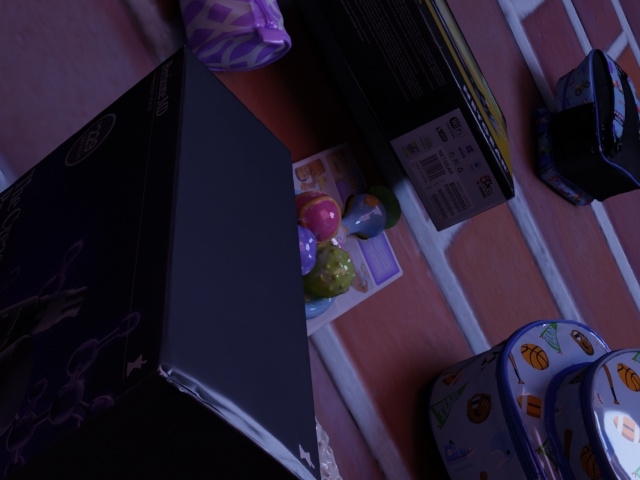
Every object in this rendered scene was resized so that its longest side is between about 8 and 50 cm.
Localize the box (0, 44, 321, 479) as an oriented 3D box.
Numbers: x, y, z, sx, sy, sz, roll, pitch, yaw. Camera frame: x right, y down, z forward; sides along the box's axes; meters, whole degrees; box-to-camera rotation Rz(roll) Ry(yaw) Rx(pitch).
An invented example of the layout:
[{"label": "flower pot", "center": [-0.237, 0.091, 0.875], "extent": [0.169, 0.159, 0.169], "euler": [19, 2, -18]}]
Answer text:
[{"label": "box", "center": [-0.106, 0.043, 0.512], "extent": [0.103, 0.184, 0.261], "euler": [47, 21, -31]}]

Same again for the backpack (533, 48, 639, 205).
[{"label": "backpack", "center": [0.353, -0.152, 1.323], "extent": [0.158, 0.117, 0.173], "euler": [22, 59, -46]}]

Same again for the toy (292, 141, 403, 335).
[{"label": "toy", "center": [0.000, 0.000, 0.847], "extent": [0.237, 0.056, 0.137], "euler": [-29, 97, -54]}]

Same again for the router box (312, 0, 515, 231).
[{"label": "router box", "center": [0.079, -0.193, 0.950], "extent": [0.309, 0.081, 0.243], "euler": [60, 18, -17]}]

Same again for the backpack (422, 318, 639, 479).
[{"label": "backpack", "center": [0.228, 0.204, 0.931], "extent": [0.276, 0.213, 0.263], "euler": [-4, 59, -54]}]

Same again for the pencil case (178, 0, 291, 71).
[{"label": "pencil case", "center": [-0.077, -0.240, 0.820], "extent": [0.086, 0.088, 0.206], "euler": [-4, 80, -46]}]

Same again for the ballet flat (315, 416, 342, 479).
[{"label": "ballet flat", "center": [-0.046, 0.247, 0.586], "extent": [0.147, 0.147, 0.409], "euler": [17, 63, -48]}]
